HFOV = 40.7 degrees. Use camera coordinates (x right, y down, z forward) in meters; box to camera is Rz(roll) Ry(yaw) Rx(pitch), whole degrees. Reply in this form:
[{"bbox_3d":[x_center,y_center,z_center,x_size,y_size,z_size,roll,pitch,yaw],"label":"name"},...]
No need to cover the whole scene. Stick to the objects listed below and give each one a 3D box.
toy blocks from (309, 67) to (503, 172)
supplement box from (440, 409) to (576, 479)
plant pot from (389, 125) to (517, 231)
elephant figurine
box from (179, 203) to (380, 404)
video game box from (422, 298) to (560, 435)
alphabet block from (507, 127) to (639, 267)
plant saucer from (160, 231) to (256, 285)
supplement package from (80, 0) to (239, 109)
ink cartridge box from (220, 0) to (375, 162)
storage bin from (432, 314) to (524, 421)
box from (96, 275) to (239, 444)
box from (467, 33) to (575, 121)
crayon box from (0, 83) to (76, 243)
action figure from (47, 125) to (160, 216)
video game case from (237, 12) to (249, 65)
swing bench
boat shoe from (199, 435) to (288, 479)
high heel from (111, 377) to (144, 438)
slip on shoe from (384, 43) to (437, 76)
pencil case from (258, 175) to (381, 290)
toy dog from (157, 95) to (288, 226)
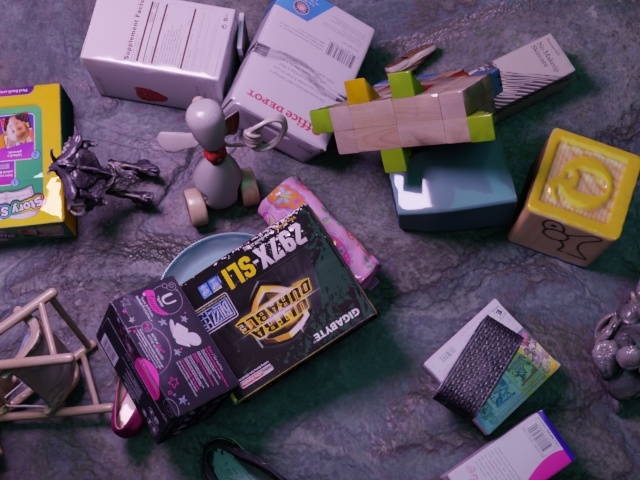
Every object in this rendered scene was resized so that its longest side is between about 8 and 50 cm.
[{"bbox_3d":[0.210,-0.268,1.732,0.381,0.261,0.191,-1,111,34],"label":"toy blocks"},{"bbox_3d":[0.352,0.432,1.640,0.220,0.114,0.111,-31,76,-11],"label":"supplement box"},{"bbox_3d":[0.265,-0.107,1.787,0.234,0.165,0.166,-12,73,3],"label":"plant pot"},{"bbox_3d":[0.625,0.184,1.708,0.169,0.186,0.239,43,44,-23],"label":"elephant figurine"},{"bbox_3d":[-0.087,0.122,1.668,0.322,0.079,0.257,-33,76,3],"label":"box"},{"bbox_3d":[0.341,0.252,1.730,0.205,0.048,0.187,-40,75,-11],"label":"video game box"},{"bbox_3d":[0.511,-0.082,1.757,0.192,0.197,0.194,19,73,5],"label":"alphabet block"},{"bbox_3d":[-0.178,0.140,1.760,0.317,0.044,0.318,0,73,0],"label":"plant saucer"},{"bbox_3d":[-0.334,-0.402,1.856,0.292,0.177,0.175,10,73,3],"label":"supplement package"},{"bbox_3d":[-0.051,-0.356,1.838,0.223,0.129,0.308,28,73,-16],"label":"ink cartridge box"},{"bbox_3d":[0.299,0.244,1.644,0.084,0.122,0.180,34,76,10],"label":"storage bin"},{"bbox_3d":[-0.288,0.222,1.612,0.142,0.163,0.247,-23,72,-34],"label":"box"},{"bbox_3d":[0.405,-0.336,1.889,0.275,0.094,0.113,-28,76,-9],"label":"box"},{"bbox_3d":[-0.708,-0.151,1.811,0.362,0.106,0.313,-6,74,-2],"label":"crayon box"},{"bbox_3d":[-0.460,-0.128,1.735,0.140,0.275,0.164,-6,79,35],"label":"action figure"},{"bbox_3d":[-0.169,-0.429,1.895,0.011,0.122,0.087,2,73,2],"label":"video game case"},{"bbox_3d":[-0.553,0.250,1.597,0.254,0.253,0.165,-21,59,-7],"label":"swing bench"},{"bbox_3d":[-0.099,0.498,1.612,0.127,0.113,0.340,-38,77,-12],"label":"boat shoe"},{"bbox_3d":[-0.362,0.261,1.680,0.082,0.117,0.244,10,73,2],"label":"high heel"},{"bbox_3d":[0.206,-0.398,1.936,0.135,0.051,0.041,-33,116,-18],"label":"slip on shoe"},{"bbox_3d":[0.000,0.000,1.771,0.124,0.124,0.284,-42,78,-12],"label":"pencil case"},{"bbox_3d":[-0.217,-0.182,1.746,0.220,0.334,0.161,-7,53,-29],"label":"toy dog"}]
